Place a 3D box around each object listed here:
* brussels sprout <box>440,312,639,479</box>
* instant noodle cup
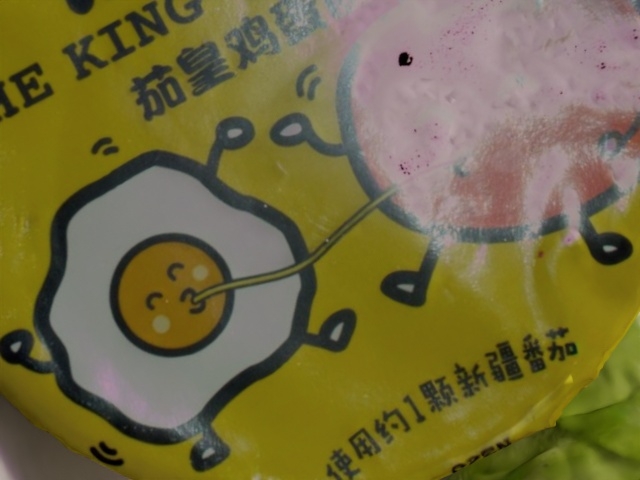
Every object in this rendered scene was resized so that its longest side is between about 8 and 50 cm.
[{"bbox_3d":[0.227,0.213,0.890,0.425,0.361,0.342,67,13,13],"label":"brussels sprout"},{"bbox_3d":[-0.015,-0.050,0.496,0.325,0.326,0.254,64,-2,1],"label":"instant noodle cup"}]
